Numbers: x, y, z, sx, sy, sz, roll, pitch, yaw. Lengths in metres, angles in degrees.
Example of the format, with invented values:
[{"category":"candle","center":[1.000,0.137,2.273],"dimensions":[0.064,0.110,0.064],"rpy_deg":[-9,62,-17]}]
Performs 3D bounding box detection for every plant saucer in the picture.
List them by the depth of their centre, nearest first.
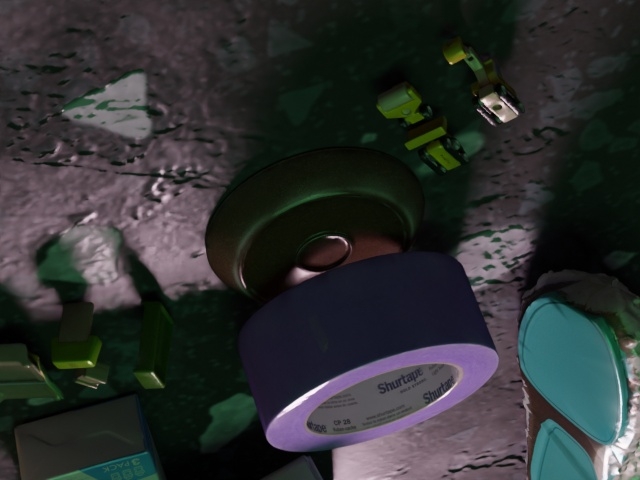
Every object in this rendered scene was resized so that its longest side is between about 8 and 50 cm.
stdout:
[{"category":"plant saucer","center":[0.000,0.000,1.114],"dimensions":[0.168,0.029,0.168],"rpy_deg":[-11,140,-9]}]

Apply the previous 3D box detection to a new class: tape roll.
[{"category":"tape roll","center":[0.036,0.088,1.157],"dimensions":[0.189,0.080,0.189],"rpy_deg":[-17,157,-8]}]

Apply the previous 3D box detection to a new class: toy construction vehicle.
[{"category":"toy construction vehicle","center":[0.089,-0.094,1.037],"dimensions":[0.086,0.035,0.098],"rpy_deg":[-27,140,28]}]

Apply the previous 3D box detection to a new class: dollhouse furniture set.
[{"category":"dollhouse furniture set","center":[-0.191,0.080,1.138],"dimensions":[0.152,0.058,0.076],"rpy_deg":[-4,151,12]}]

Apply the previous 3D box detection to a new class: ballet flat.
[{"category":"ballet flat","center":[0.248,0.129,1.314],"dimensions":[0.147,0.147,0.409],"rpy_deg":[-14,144,-6]}]

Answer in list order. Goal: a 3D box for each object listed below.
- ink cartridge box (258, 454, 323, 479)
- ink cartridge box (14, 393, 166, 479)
[{"category":"ink cartridge box","center":[-0.091,0.321,1.325],"dimensions":[0.273,0.114,0.197],"rpy_deg":[-30,157,-5]},{"category":"ink cartridge box","center":[-0.183,0.213,1.268],"dimensions":[0.104,0.061,0.181],"rpy_deg":[-15,142,-5]}]
